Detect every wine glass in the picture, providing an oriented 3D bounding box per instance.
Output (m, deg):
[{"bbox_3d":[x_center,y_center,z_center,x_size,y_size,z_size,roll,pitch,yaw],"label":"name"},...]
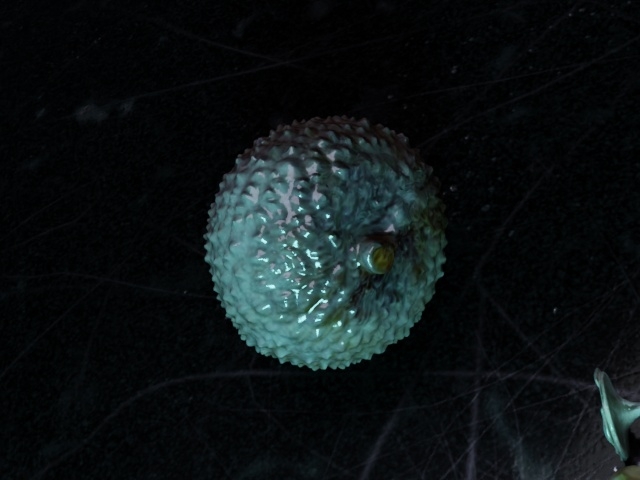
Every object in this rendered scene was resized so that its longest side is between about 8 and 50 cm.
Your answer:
[{"bbox_3d":[0.360,0.148,0.955,0.183,0.122,0.122,-19,49,20],"label":"wine glass"}]

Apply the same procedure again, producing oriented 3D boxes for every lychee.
[{"bbox_3d":[-0.003,-0.001,1.146,0.300,0.300,0.300,-14,50,18],"label":"lychee"}]

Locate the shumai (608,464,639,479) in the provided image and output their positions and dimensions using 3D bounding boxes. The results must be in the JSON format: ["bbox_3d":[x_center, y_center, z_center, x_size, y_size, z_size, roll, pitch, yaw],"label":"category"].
[{"bbox_3d":[0.316,0.251,0.867,0.153,0.161,0.209,34,93,38],"label":"shumai"}]
